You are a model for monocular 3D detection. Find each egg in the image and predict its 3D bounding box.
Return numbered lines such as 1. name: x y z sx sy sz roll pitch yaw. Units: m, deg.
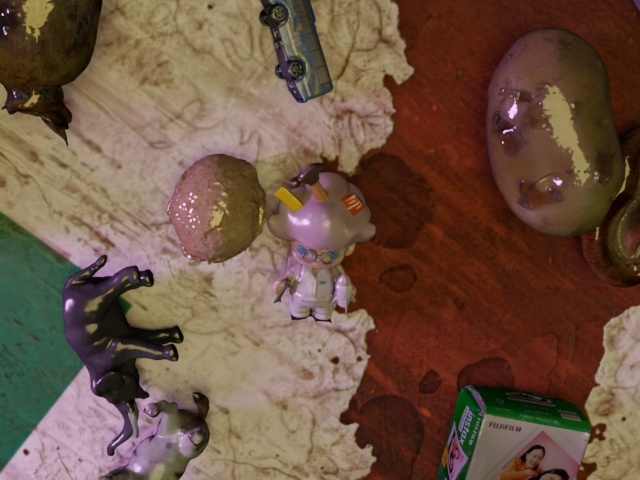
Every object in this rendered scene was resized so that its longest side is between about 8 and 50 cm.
1. egg: -0.128 -0.038 1.149 0.116 0.118 0.140 14 92 -50

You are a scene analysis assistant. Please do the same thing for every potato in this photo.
1. potato: 0.287 -0.132 1.159 0.165 0.165 0.262 -14 95 -4

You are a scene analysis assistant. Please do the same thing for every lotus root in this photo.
1. lotus root: -0.325 -0.245 1.055 0.154 0.154 0.278 4 102 -8

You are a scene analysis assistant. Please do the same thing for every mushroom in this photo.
1. mushroom: 0.431 -0.032 1.161 0.148 0.217 0.227 13 101 -10

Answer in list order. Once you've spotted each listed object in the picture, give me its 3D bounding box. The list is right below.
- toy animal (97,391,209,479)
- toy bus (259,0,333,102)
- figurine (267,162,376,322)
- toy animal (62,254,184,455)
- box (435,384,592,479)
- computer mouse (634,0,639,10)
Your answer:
1. toy animal: -0.231 0.305 1.187 0.090 0.170 0.255 41 97 10
2. toy bus: -0.032 -0.247 1.144 0.061 0.051 0.153 -21 104 -15
3. figurine: 0.000 0.000 1.176 0.137 0.112 0.229 6 115 0
4. toy animal: -0.247 0.145 1.190 0.137 0.082 0.270 -14 108 -1
5. box: 0.256 0.333 1.283 0.180 0.103 0.250 11 101 -9
6. computer mouse: 0.493 -0.303 1.184 0.231 0.079 0.128 33 99 -16
